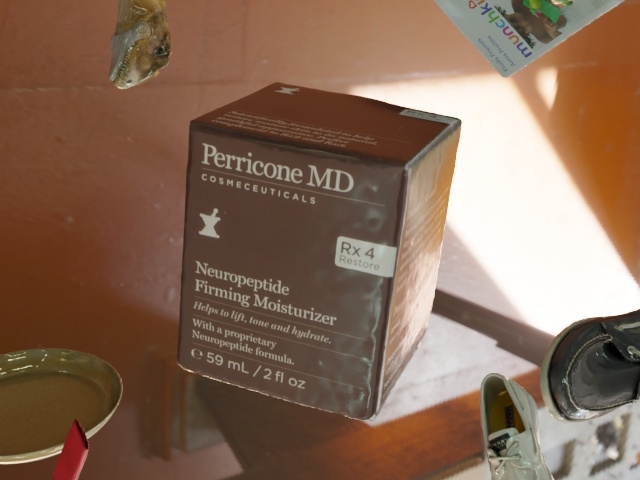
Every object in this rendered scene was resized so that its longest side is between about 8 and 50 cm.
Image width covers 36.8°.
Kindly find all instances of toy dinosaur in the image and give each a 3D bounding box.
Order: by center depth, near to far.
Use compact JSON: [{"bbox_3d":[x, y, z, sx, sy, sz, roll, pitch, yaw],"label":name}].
[{"bbox_3d":[-0.090,-0.174,0.402,0.112,0.064,0.211,1,115,-17],"label":"toy dinosaur"}]

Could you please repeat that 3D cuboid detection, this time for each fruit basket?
[{"bbox_3d":[0.278,-0.433,1.367,0.353,0.327,0.165,-33,170,-30],"label":"fruit basket"}]

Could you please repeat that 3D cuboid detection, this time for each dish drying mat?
[{"bbox_3d":[-0.212,0.189,0.821,0.008,0.032,0.083,-5,138,-36],"label":"dish drying mat"}]

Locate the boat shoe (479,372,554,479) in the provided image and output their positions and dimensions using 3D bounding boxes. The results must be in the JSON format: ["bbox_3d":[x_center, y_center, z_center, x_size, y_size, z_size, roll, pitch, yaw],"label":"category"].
[{"bbox_3d":[0.099,0.112,0.499,0.035,0.035,0.100,44,33,-34],"label":"boat shoe"}]

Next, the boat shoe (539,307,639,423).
[{"bbox_3d":[0.252,0.088,0.760,0.206,0.065,0.075,-15,87,-40],"label":"boat shoe"}]

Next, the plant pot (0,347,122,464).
[{"bbox_3d":[-0.363,0.205,1.185,0.236,0.236,0.032,-19,121,-34],"label":"plant pot"}]

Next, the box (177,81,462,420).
[{"bbox_3d":[0.000,0.000,0.759,0.167,0.169,0.203,-42,141,-62],"label":"box"}]
